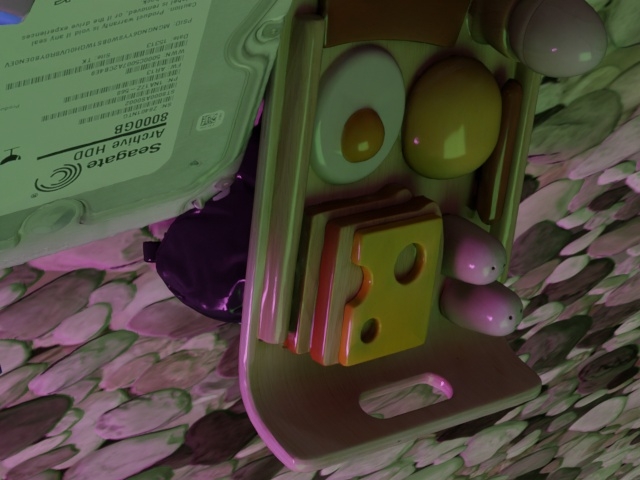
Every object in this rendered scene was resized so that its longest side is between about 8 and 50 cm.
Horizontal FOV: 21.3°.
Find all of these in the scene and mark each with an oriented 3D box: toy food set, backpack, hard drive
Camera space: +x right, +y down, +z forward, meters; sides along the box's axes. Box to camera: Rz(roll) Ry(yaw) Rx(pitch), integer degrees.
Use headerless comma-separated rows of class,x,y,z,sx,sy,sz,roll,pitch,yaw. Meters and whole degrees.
toy food set,0.074,-0.032,0.953,0.219,0.092,0.306,-12,117,-43
backpack,0.000,0.000,1.064,0.152,0.115,0.182,-42,156,20
hard drive,-0.125,-0.101,0.789,0.237,0.064,0.339,-17,154,-25

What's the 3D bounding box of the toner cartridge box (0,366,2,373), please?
toner cartridge box,-0.334,0.050,0.749,0.347,0.075,0.165,-17,150,-2

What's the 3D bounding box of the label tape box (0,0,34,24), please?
label tape box,-0.163,-0.152,0.452,0.240,0.106,0.334,10,113,-55
